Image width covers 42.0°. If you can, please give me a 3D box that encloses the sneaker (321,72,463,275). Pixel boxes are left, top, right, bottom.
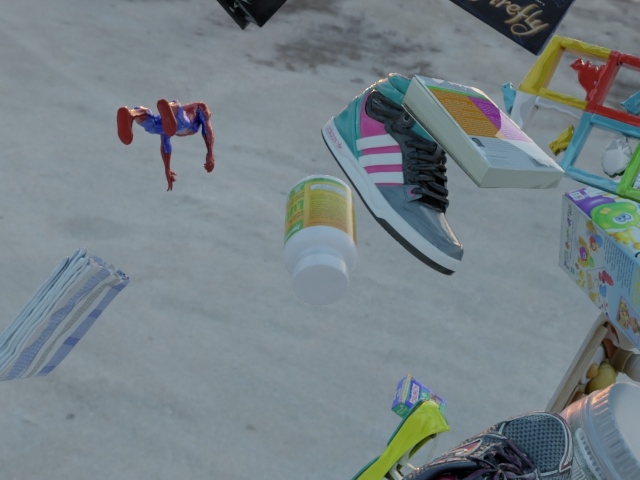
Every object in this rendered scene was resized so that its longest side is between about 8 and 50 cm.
[{"bbox_3d":[0.135,-0.111,1.067,0.124,0.178,0.295,18,32,-50],"label":"sneaker"}]

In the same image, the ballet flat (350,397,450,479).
[{"bbox_3d":[0.124,0.356,1.337,0.077,0.231,0.077,44,17,25],"label":"ballet flat"}]

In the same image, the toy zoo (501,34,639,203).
[{"bbox_3d":[0.392,-0.179,1.200,0.293,0.192,0.030,26,3,31],"label":"toy zoo"}]

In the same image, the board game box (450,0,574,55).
[{"bbox_3d":[0.207,-0.358,1.003,0.243,0.165,0.042,35,23,9],"label":"board game box"}]

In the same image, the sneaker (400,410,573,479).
[{"bbox_3d":[0.167,0.254,0.839,0.299,0.112,0.121,-24,51,-39],"label":"sneaker"}]

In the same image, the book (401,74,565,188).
[{"bbox_3d":[0.155,-0.102,0.797,0.096,0.035,0.144,-1,40,-31],"label":"book"}]

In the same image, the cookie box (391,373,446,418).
[{"bbox_3d":[0.210,0.352,1.776,0.107,0.040,0.092,36,35,-8],"label":"cookie box"}]

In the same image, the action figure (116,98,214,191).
[{"bbox_3d":[-0.206,-0.133,1.198,0.091,0.139,0.280,-8,10,6],"label":"action figure"}]

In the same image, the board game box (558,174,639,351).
[{"bbox_3d":[0.488,0.037,1.240,0.142,0.144,0.275,-14,35,-10],"label":"board game box"}]

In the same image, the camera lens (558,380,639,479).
[{"bbox_3d":[0.368,0.351,1.147,0.219,0.274,0.219,28,34,-21],"label":"camera lens"}]

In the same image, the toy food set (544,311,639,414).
[{"bbox_3d":[0.499,0.277,1.468,0.092,0.306,0.220,26,-9,36],"label":"toy food set"}]

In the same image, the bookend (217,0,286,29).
[{"bbox_3d":[-0.108,-0.367,1.198,0.157,0.072,0.156,44,-1,-38],"label":"bookend"}]

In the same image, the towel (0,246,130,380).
[{"bbox_3d":[-0.357,0.111,1.148,0.034,0.209,0.285,38,-8,3],"label":"towel"}]

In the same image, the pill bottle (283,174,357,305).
[{"bbox_3d":[0.000,0.000,1.552,0.136,0.136,0.246,10,39,-8],"label":"pill bottle"}]
